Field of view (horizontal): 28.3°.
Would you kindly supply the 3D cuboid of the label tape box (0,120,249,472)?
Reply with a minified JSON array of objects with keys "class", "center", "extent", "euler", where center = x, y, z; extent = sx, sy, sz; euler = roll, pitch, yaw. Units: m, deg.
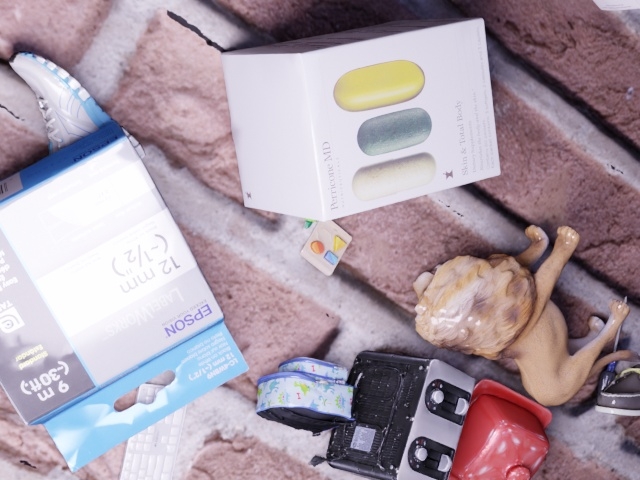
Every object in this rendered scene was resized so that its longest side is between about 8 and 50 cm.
[{"class":"label tape box","center":[-0.249,0.079,1.413],"extent":[0.249,0.115,0.347],"euler":[-29,109,-8]}]

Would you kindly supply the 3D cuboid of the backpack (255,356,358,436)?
[{"class":"backpack","center":[-0.023,0.196,1.613],"extent":[0.114,0.105,0.084],"euler":[15,66,-32]}]

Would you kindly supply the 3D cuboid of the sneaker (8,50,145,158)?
[{"class":"sneaker","center":[-0.286,-0.131,1.427],"extent":[0.083,0.071,0.190],"euler":[-50,118,-10]}]

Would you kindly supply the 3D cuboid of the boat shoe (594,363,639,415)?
[{"class":"boat shoe","center":[0.480,0.219,1.916],"extent":[0.228,0.081,0.068],"euler":[-3,99,-53]}]

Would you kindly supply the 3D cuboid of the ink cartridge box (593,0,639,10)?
[{"class":"ink cartridge box","center":[0.402,-0.454,1.795],"extent":[0.218,0.092,0.158],"euler":[40,75,-31]}]

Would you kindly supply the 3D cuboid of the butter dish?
[{"class":"butter dish","center":[0.252,0.300,1.768],"extent":[0.160,0.118,0.160],"euler":[29,103,-31]}]

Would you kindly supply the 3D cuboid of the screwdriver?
[{"class":"screwdriver","center":[0.453,0.169,1.946],"extent":[0.024,0.025,0.169],"euler":[16,91,-32]}]

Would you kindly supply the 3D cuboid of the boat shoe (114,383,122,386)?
[{"class":"boat shoe","center":[-0.213,0.117,1.518],"extent":[0.049,0.040,0.142],"euler":[38,76,-30]}]

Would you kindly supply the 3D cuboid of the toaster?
[{"class":"toaster","center":[0.099,0.239,1.658],"extent":[0.110,0.186,0.168],"euler":[27,74,-34]}]

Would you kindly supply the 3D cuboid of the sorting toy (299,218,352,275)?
[{"class":"sorting toy","center":[0.000,0.000,1.651],"extent":[0.083,0.012,0.062],"euler":[39,76,-30]}]

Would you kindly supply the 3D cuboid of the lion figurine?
[{"class":"lion figurine","center":[0.301,0.133,1.779],"extent":[0.392,0.142,0.240],"euler":[46,71,-27]}]

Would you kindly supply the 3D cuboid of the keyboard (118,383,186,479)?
[{"class":"keyboard","center":[-0.216,0.303,1.557],"extent":[0.072,0.014,0.256],"euler":[12,90,-32]}]

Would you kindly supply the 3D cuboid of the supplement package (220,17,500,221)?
[{"class":"supplement package","center":[0.050,-0.154,1.552],"extent":[0.263,0.198,0.199],"euler":[-15,105,-29]}]
